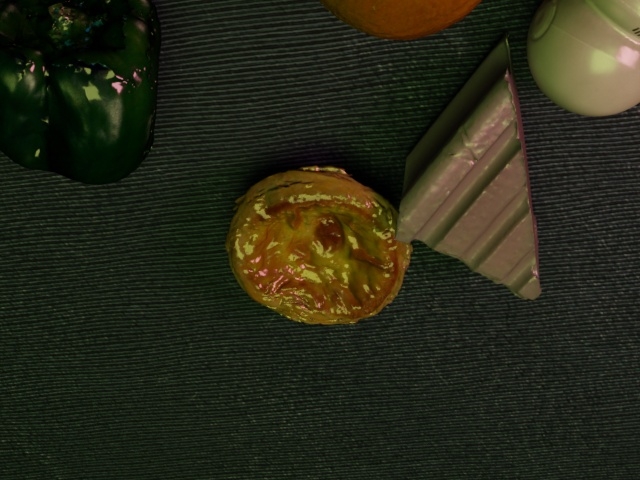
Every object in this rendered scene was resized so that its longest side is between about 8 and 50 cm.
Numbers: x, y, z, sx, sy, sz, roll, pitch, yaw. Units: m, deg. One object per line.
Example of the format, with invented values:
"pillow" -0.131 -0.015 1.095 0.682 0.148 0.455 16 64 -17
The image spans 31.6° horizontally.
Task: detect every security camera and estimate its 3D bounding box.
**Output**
"security camera" 0.379 -0.269 1.476 0.194 0.194 0.236 22 127 -13

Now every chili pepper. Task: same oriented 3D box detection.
"chili pepper" -0.329 -0.214 1.532 0.248 0.233 0.257 19 135 8

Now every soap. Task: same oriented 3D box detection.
"soap" 0.278 -0.098 1.616 0.257 0.159 0.302 29 124 -13

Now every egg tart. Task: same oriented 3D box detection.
"egg tart" 0.000 0.000 1.729 0.294 0.116 0.295 3 126 4

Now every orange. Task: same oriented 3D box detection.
"orange" 0.100 -0.379 1.360 0.274 0.274 0.274 1 126 2
